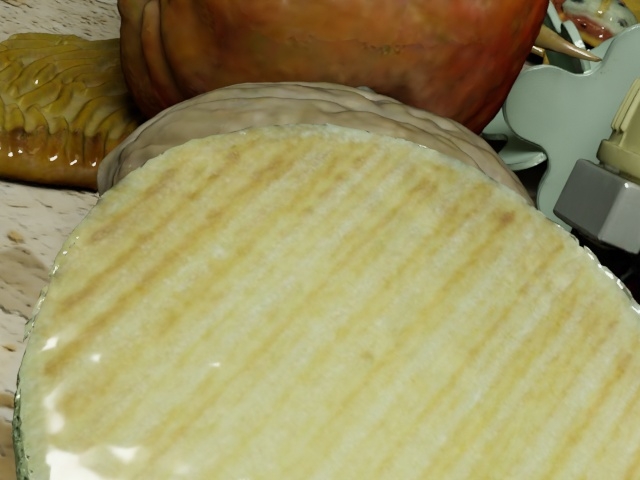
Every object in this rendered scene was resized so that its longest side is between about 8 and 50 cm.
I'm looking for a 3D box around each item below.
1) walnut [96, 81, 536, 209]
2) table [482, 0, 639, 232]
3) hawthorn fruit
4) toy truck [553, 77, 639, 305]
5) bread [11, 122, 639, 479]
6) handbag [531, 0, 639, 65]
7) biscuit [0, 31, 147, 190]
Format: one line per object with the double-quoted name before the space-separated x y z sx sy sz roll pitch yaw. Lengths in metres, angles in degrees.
"walnut" -0.001 0.002 0.620 0.230 0.178 0.178 20 28 3
"table" 0.206 -0.117 1.016 0.166 0.166 0.198 20 20 -11
"hawthorn fruit" 0.006 -0.155 0.755 0.258 0.258 0.262 39 38 25
"toy truck" 0.363 0.003 0.817 0.405 0.254 0.180 20 12 -12
"bread" 0.021 0.071 0.456 0.267 0.040 0.267 10 53 -14
"handbag" 0.298 -0.231 1.323 0.401 0.133 0.283 30 33 9
"biscuit" -0.163 -0.093 0.792 0.176 0.031 0.228 24 28 -6
